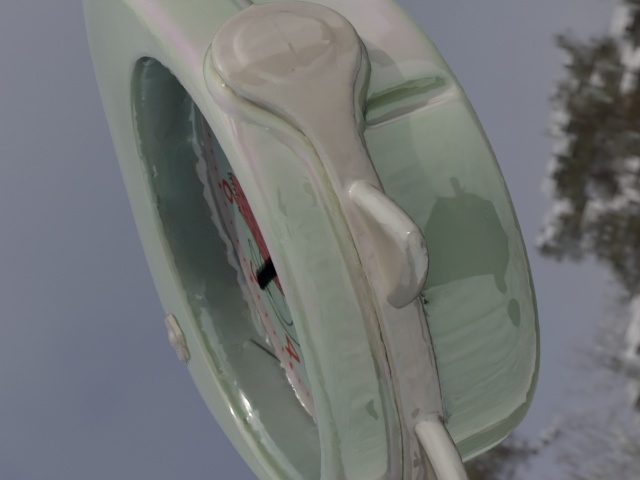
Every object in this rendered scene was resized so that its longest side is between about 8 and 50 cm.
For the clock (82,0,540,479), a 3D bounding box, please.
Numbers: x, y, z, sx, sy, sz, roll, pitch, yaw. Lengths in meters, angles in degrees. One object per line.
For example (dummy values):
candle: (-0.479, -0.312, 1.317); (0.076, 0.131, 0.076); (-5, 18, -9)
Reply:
clock: (0.000, 0.000, 0.890); (0.109, 0.324, 0.265); (-20, -62, -16)
